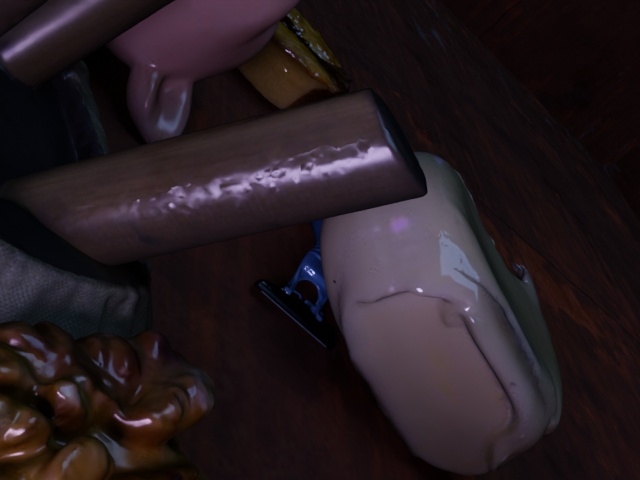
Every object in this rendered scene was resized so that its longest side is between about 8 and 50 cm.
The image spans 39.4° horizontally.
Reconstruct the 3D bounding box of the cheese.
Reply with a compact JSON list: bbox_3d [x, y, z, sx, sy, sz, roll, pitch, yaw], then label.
[{"bbox_3d":[0.104,0.054,0.740,0.266,0.127,0.233,59,20,-18],"label":"cheese"}]

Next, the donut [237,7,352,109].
[{"bbox_3d":[-0.044,-0.215,1.022,0.166,0.073,0.184,16,38,-52],"label":"donut"}]

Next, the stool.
[{"bbox_3d":[-0.126,-0.120,0.430,0.310,0.226,0.310,45,22,-56],"label":"stool"}]

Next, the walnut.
[{"bbox_3d":[-0.094,0.100,0.362,0.170,0.069,0.143,-13,97,-60],"label":"walnut"}]

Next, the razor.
[{"bbox_3d":[0.000,0.000,0.799,0.082,0.042,0.253,42,22,-13],"label":"razor"}]

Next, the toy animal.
[{"bbox_3d":[-0.154,-0.241,0.689,0.326,0.269,0.237,-5,50,-25],"label":"toy animal"}]
